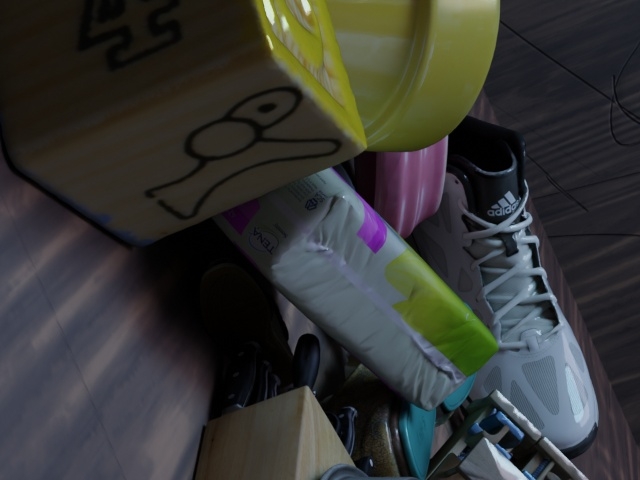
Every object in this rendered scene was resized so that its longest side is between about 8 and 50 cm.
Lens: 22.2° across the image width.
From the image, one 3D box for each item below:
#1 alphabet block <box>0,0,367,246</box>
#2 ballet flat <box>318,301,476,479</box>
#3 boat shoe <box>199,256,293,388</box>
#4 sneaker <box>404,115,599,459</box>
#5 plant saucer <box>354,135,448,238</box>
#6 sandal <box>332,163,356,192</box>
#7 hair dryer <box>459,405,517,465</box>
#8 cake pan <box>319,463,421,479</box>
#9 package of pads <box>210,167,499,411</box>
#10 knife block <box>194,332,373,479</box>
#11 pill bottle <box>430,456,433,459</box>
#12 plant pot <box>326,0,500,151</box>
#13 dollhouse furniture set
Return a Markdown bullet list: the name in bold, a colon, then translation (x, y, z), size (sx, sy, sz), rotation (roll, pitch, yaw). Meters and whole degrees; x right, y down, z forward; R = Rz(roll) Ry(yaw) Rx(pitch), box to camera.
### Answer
- **alphabet block**: translation (-0.105, -0.136, 1.154), size (0.192, 0.197, 0.193), rotation (40, 31, -63)
- **ballet flat**: translation (0.065, 0.139, 1.525), size (0.123, 0.123, 0.348), rotation (65, 21, -11)
- **boat shoe**: translation (-0.062, 0.062, 1.326), size (0.049, 0.056, 0.152), rotation (-104, 174, -45)
- **sneaker**: translation (0.205, 0.039, 1.963), size (0.257, 0.169, 0.447), rotation (86, -19, -61)
- **plant saucer**: translation (0.089, -0.154, 1.852), size (0.332, 0.084, 0.332), rotation (179, -90, -87)
- **sandal**: translation (0.001, 0.000, 1.578), size (0.054, 0.097, 0.254), rotation (-51, 121, -43)
- **hair dryer**: translation (0.244, 0.332, 2.061), size (0.223, 0.080, 0.293), rotation (27, 35, -46)
- **cake pan**: translation (0.069, 0.291, 1.119), size (0.293, 0.054, 0.293), rotation (-17, 90, -75)
- **package of pads**: translation (-0.004, -0.002, 1.350), size (0.229, 0.101, 0.296), rotation (45, 1, 41)
- **knife block**: translation (-0.037, 0.163, 1.185), size (0.275, 0.088, 0.242), rotation (34, 36, -65)
- **pill bottle**: translation (0.175, 0.327, 1.639), size (0.246, 0.130, 0.130), rotation (68, 14, 3)
- **plant pot**: translation (-0.008, -0.209, 1.471), size (0.239, 0.254, 0.254), rotation (0, 63, -33)
- **dollhouse furniture set**: translation (0.174, 0.215, 1.450), size (0.129, 0.129, 0.184), rotation (44, -23, 0)
